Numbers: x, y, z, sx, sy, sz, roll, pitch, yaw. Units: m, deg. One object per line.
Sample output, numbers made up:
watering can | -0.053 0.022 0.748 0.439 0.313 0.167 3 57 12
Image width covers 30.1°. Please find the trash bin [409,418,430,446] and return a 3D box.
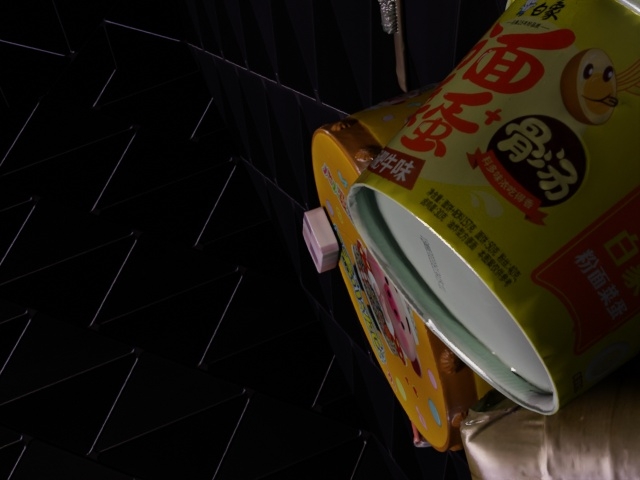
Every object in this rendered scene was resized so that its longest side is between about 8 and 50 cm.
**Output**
trash bin | 0.186 0.170 1.719 0.238 0.184 0.161 -115 8 -55

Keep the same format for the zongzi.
zongzi | 0.343 0.159 1.015 0.323 0.360 0.160 3 100 37

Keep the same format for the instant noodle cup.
instant noodle cup | 0.178 -0.023 0.915 0.311 0.221 0.311 46 169 11

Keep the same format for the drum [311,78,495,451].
drum | 0.158 0.020 1.407 0.431 0.214 0.431 158 90 -82

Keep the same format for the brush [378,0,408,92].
brush | 0.101 -0.276 1.639 0.190 0.027 0.034 79 168 -52

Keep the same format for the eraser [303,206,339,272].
eraser | 0.000 0.000 1.552 0.105 0.026 0.065 95 156 -72
